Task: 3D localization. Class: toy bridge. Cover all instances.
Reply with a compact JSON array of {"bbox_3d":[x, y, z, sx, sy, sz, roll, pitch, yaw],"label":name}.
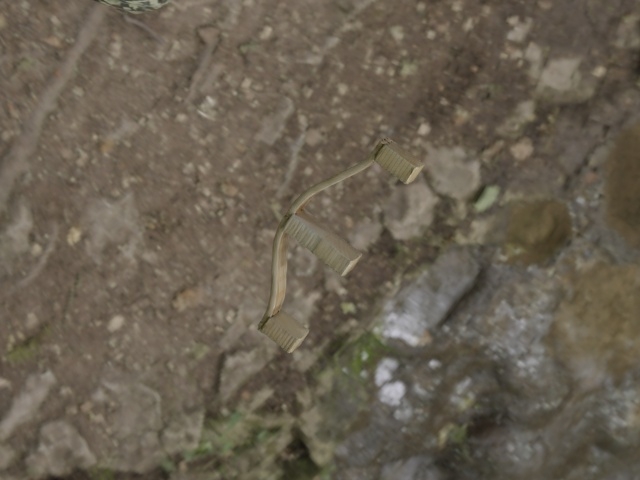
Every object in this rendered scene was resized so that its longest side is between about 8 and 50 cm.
[{"bbox_3d":[0.000,0.000,0.769,0.188,0.063,0.026,-56,170,24],"label":"toy bridge"}]

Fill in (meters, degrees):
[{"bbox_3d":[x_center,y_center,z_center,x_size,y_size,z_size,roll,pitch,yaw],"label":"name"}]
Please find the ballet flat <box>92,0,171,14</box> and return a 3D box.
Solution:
[{"bbox_3d":[-0.039,-0.260,0.437,0.182,0.164,0.483,38,46,-26],"label":"ballet flat"}]
